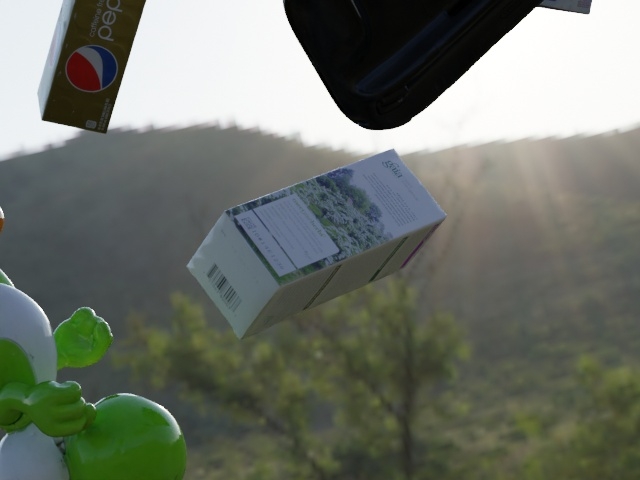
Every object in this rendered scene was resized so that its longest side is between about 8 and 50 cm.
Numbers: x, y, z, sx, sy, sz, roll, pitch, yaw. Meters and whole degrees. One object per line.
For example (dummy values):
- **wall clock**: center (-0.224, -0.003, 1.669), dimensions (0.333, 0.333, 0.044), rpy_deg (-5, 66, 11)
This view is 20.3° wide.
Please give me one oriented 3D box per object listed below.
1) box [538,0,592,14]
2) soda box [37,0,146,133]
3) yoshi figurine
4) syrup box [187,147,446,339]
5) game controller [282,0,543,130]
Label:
- **box**: center (0.169, -0.351, 1.518), dimensions (0.201, 0.293, 0.057), rpy_deg (5, 10, -36)
- **soda box**: center (-0.194, -0.188, 1.548), dimensions (0.061, 0.181, 0.058), rpy_deg (11, 27, -19)
- **yoshi figurine**: center (-0.242, 0.123, 1.621), dimensions (0.203, 0.362, 0.203), rpy_deg (-30, 1, -35)
- **syrup box**: center (0.000, 0.000, 1.712), dimensions (0.237, 0.093, 0.096), rpy_deg (-22, -22, -42)
- **game controller**: center (0.111, -0.229, 1.339), dimensions (0.319, 0.166, 0.067), rpy_deg (-43, 27, -16)
